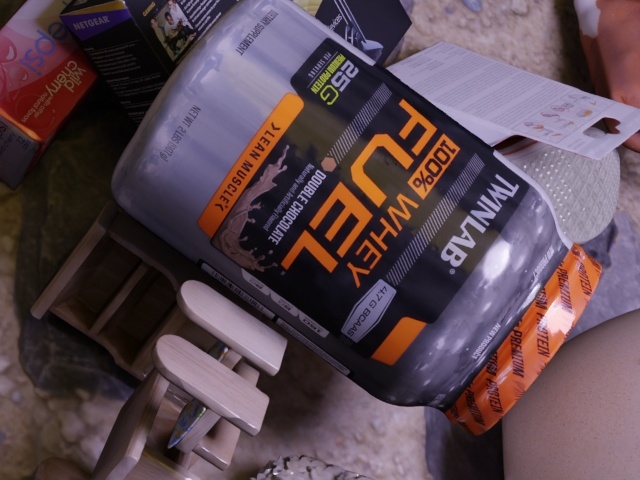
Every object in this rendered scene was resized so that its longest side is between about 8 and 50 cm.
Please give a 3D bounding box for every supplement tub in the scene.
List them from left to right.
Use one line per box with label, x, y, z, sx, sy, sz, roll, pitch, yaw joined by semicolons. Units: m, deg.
supplement tub;0.030;-0.017;1.246;0.338;0.207;0.207;36;53;0

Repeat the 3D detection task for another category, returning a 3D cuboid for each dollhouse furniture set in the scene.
dollhouse furniture set;-0.150;0.104;1.244;0.161;0.212;0.242;35;28;-10

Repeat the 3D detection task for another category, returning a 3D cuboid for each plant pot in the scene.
plant pot;0.254;0.192;1.412;0.191;0.284;0.284;-4;62;8

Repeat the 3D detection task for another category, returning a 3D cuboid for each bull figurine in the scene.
bull figurine;0.342;-0.184;1.712;0.188;0.101;0.310;29;38;-19

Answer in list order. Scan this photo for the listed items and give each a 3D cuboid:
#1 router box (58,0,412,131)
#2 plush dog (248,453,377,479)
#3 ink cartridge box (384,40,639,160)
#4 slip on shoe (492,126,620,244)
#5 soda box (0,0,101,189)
router box;-0.063;-0.196;1.464;0.243;0.081;0.309;58;46;-27
plush dog;0.042;0.310;1.266;0.262;0.210;0.225;30;76;-13
ink cartridge box;0.171;-0.112;1.530;0.232;0.066;0.189;25;27;19
slip on shoe;0.179;-0.049;1.572;0.331;0.101;0.123;-13;109;-44
soda box;-0.221;-0.172;1.424;0.092;0.083;0.263;37;52;-8
